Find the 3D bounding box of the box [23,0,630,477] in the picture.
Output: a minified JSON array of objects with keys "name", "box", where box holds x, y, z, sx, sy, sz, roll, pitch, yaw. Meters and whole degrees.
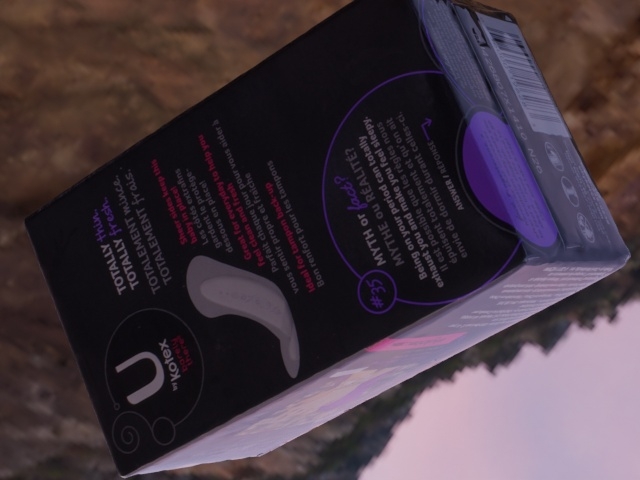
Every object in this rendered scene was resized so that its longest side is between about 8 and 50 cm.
[{"name":"box","box":[0.000,0.000,0.861,0.270,0.143,0.165,-30,-106,27]}]
